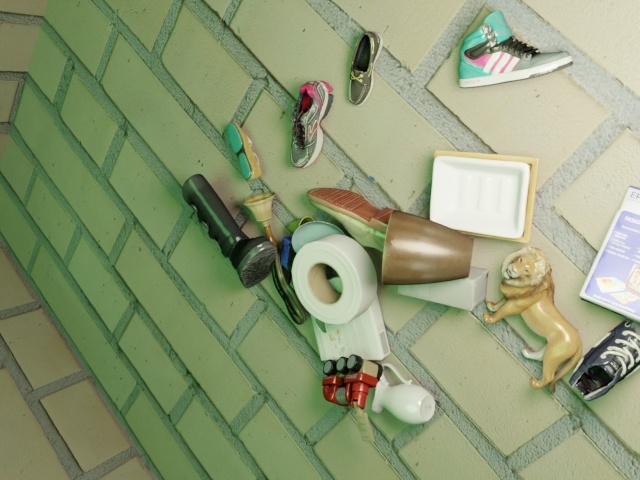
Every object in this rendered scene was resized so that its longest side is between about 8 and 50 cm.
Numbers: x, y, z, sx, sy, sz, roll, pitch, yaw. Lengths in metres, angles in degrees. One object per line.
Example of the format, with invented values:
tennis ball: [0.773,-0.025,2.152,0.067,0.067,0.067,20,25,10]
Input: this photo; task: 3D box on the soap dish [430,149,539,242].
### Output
soap dish: [0.454,-0.129,1.606,0.290,0.118,0.229,11,108,34]

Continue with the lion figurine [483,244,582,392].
lion figurine: [0.605,0.216,1.581,0.240,0.142,0.392,-40,86,34]

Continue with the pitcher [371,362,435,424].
pitcher: [0.269,0.504,1.902,0.207,0.125,0.178,1,94,48]

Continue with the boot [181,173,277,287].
boot: [-0.345,-0.069,2.121,0.445,0.146,0.367,57,156,13]

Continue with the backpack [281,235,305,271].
backpack: [-0.092,0.046,2.067,0.101,0.097,0.120,-146,56,-59]

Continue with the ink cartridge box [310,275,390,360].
ink cartridge box: [0.089,0.266,2.002,0.261,0.066,0.297,-10,95,38]

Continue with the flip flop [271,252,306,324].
flip flop: [-0.107,0.173,2.112,0.277,0.080,0.112,62,159,15]

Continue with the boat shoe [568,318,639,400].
boat shoe: [0.772,0.280,1.445,0.127,0.158,0.341,45,123,19]

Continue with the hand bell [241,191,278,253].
hand bell: [-0.198,-0.045,2.130,0.126,0.126,0.242,0,113,36]

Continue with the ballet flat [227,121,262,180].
ballet flat: [-0.277,-0.328,2.125,0.080,0.073,0.233,-28,78,46]

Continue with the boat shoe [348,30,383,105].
boat shoe: [0.125,-0.528,1.780,0.081,0.068,0.228,27,116,28]

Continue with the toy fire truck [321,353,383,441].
toy fire truck: [0.107,0.532,1.939,0.217,0.158,0.247,-27,43,51]

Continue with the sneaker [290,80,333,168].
sneaker: [-0.055,-0.385,1.922,0.120,0.112,0.299,26,116,29]

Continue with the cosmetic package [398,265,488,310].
cosmetic package: [0.367,0.124,1.726,0.237,0.127,0.107,15,112,34]

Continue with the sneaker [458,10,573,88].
sneaker: [0.490,-0.505,1.492,0.295,0.123,0.179,1,111,37]

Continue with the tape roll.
tape roll: [0.044,0.127,1.884,0.286,0.100,0.287,14,113,35]

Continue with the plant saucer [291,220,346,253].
plant saucer: [0.000,0.000,1.980,0.194,0.037,0.195,5,131,5]

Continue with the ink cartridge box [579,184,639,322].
ink cartridge box: [0.833,0.061,1.381,0.303,0.072,0.307,25,88,30]

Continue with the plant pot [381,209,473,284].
plant pot: [0.304,0.035,1.611,0.230,0.215,0.216,8,107,14]

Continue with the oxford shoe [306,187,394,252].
oxford shoe: [0.109,-0.057,1.868,0.396,0.140,0.147,29,126,32]

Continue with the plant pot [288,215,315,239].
plant pot: [-0.070,-0.046,2.043,0.079,0.083,0.084,8,106,48]
